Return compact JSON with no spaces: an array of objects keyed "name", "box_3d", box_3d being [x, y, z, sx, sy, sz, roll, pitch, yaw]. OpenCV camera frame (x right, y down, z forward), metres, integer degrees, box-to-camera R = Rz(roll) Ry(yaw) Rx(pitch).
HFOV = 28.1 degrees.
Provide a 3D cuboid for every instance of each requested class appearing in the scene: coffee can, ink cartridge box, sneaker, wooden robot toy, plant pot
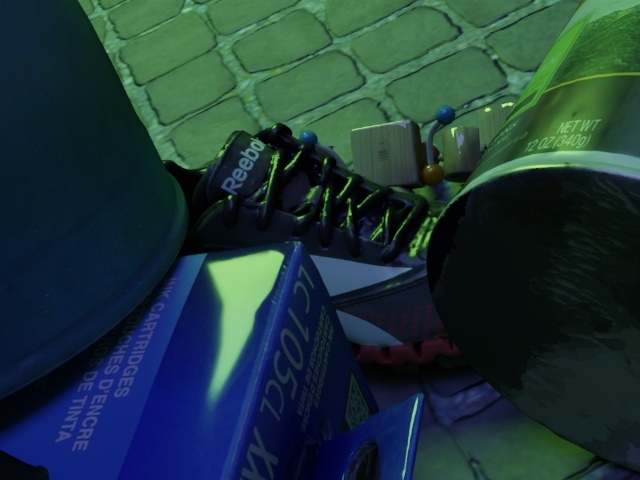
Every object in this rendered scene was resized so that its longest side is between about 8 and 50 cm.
[{"name":"coffee can","box_3d":[0.201,-0.049,0.625,0.201,0.201,0.275,8,48,35]},{"name":"ink cartridge box","box_3d":[-0.133,0.152,0.619,0.395,0.151,0.270,-7,41,20]},{"name":"sneaker","box_3d":[0.000,0.000,0.734,0.276,0.135,0.097,2,43,29]},{"name":"wooden robot toy","box_3d":[0.057,-0.034,0.820,0.173,0.076,0.079,-8,76,21]},{"name":"plant pot","box_3d":[-0.233,-0.078,0.623,0.272,0.255,0.271,-14,28,8]}]

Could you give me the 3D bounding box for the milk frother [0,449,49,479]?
[{"name":"milk frother","box_3d":[-0.186,0.113,0.441,0.129,0.135,0.143,-55,14,6]}]
